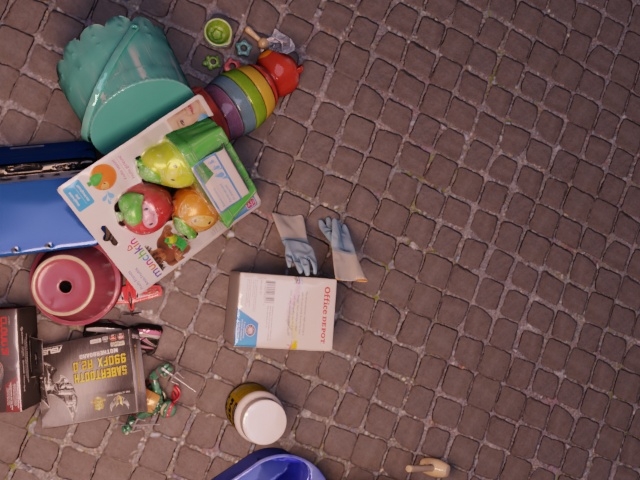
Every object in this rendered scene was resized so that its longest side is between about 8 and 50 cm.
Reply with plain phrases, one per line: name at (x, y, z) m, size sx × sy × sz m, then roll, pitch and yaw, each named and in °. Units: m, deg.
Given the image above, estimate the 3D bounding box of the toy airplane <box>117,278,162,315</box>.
toy airplane at (-0.450, 0.102, 1.770) m, size 0.151 × 0.028 × 0.151 m, roll 0°, pitch 89°, yaw -7°

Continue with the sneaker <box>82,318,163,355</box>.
sneaker at (-0.458, 0.231, 1.745) m, size 0.178 × 0.072 × 0.077 m, roll 8°, pitch 97°, yaw -10°

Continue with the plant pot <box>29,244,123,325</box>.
plant pot at (-0.544, 0.091, 1.653) m, size 0.201 × 0.180 × 0.201 m, roll 0°, pitch 90°, yaw -7°

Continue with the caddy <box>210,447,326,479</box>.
caddy at (-0.142, 0.638, 1.761) m, size 0.341 × 0.179 × 0.241 m, roll -32°, pitch 97°, yaw -15°

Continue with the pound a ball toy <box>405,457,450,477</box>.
pound a ball toy at (0.166, 0.624, 1.842) m, size 0.319 × 0.136 × 0.208 m, roll 21°, pitch 77°, yaw -46°

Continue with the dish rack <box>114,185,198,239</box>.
dish rack at (-0.357, -0.113, 1.784) m, size 0.272 × 0.074 × 0.208 m, roll 20°, pitch 84°, yaw -16°

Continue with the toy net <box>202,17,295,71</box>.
toy net at (-0.172, -0.472, 1.858) m, size 0.232 × 0.045 × 0.122 m, roll 0°, pitch 88°, yaw -16°

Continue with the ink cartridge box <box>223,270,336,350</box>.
ink cartridge box at (-0.097, 0.166, 1.793) m, size 0.233 × 0.168 × 0.171 m, roll 6°, pitch 86°, yaw -15°

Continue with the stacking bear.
stacking bear at (-0.172, -0.352, 1.802) m, size 0.289 × 0.175 × 0.164 m, roll -38°, pitch 110°, yaw -22°

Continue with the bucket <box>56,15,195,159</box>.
bucket at (-0.414, -0.320, 1.641) m, size 0.281 × 0.281 × 0.183 m, roll -24°, pitch 63°, yaw -15°

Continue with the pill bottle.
pill bottle at (-0.149, 0.400, 1.750) m, size 0.119 × 0.208 × 0.119 m, roll 1°, pitch 87°, yaw -16°

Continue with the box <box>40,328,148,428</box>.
box at (-0.505, 0.305, 1.668) m, size 0.231 × 0.056 × 0.183 m, roll -11°, pitch 77°, yaw 11°

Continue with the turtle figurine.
turtle figurine at (-0.412, 0.359, 1.727) m, size 0.234 × 0.118 × 0.175 m, roll 20°, pitch 67°, yaw 2°

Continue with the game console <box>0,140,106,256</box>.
game console at (-0.630, -0.097, 1.649) m, size 0.293 × 0.250 × 0.173 m, roll -7°, pitch 114°, yaw -16°

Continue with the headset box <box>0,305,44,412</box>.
headset box at (-0.730, 0.253, 1.607) m, size 0.293 × 0.110 × 0.218 m, roll -3°, pitch 89°, yaw 1°

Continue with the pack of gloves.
pack of gloves at (0.000, 0.000, 1.812) m, size 0.195 × 0.232 × 0.046 m, roll 6°, pitch 127°, yaw -21°

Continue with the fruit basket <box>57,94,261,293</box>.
fruit basket at (-0.322, -0.089, 1.626) m, size 0.353 × 0.165 × 0.327 m, roll -40°, pitch 130°, yaw -16°
